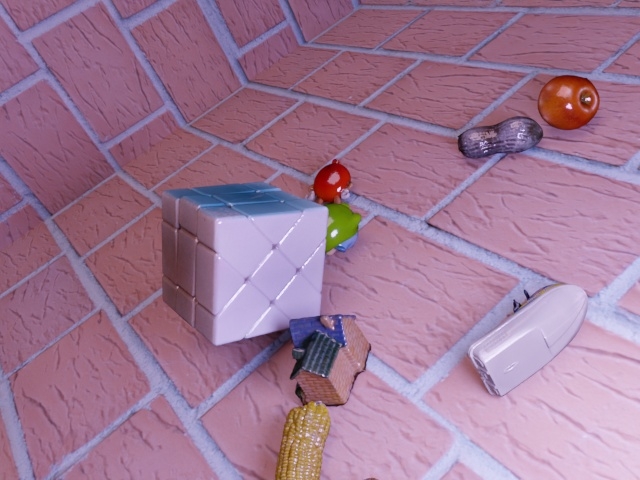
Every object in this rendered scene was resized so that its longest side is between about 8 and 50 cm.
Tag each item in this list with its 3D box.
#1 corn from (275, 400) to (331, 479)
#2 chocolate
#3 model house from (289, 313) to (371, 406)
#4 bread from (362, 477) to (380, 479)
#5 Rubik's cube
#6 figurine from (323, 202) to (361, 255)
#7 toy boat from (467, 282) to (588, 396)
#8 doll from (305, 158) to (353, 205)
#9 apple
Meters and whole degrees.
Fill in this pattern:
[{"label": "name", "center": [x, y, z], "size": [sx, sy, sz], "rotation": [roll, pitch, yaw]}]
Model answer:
[{"label": "corn", "center": [-0.038, 0.456, 1.197], "size": [0.101, 0.101, 0.292], "rotation": [-14, 41, 19]}, {"label": "chocolate", "center": [0.523, -0.301, 1.779], "size": [0.248, 0.110, 0.110], "rotation": [-11, 38, 23]}, {"label": "model house", "center": [-0.001, 0.251, 1.361], "size": [0.166, 0.172, 0.183], "rotation": [-7, 40, 25]}, {"label": "bread", "center": [0.080, 0.469, 1.103], "size": [0.085, 0.085, 0.053], "rotation": [-31, 41, -5]}, {"label": "Rubik's cube", "center": [-0.202, 0.040, 1.546], "size": [0.322, 0.319, 0.316], "rotation": [-8, 21, -35]}, {"label": "figurine", "center": [0.000, 0.000, 1.726], "size": [0.263, 0.143, 0.162], "rotation": [-41, 29, -1]}, {"label": "toy boat", "center": [0.411, 0.185, 1.210], "size": [0.269, 0.141, 0.141], "rotation": [-39, 36, -20]}, {"label": "doll", "center": [0.029, -0.166, 1.964], "size": [0.183, 0.085, 0.217], "rotation": [-11, 55, 26]}, {"label": "apple", "center": [0.710, -0.394, 1.727], "size": [0.163, 0.163, 0.139], "rotation": [-39, 25, -15]}]
